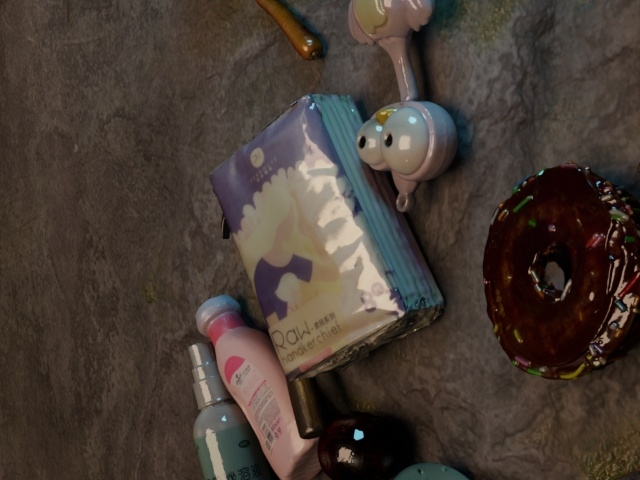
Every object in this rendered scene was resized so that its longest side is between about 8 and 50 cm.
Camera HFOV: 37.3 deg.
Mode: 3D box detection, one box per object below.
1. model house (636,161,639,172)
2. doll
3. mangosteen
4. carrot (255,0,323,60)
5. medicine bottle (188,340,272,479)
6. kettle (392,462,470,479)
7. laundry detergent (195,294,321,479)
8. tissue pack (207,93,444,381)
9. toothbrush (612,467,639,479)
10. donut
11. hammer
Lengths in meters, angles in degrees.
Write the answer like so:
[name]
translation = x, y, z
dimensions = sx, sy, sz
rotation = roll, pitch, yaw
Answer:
[model house]
translation = 0.379, -0.127, 0.850
dimensions = 0.181, 0.176, 0.248
rotation = -13, 69, 52
[doll]
translation = 0.098, -0.218, 1.214
dimensions = 0.160, 0.094, 0.365
rotation = -1, 94, 54
[mangosteen]
translation = 0.055, 0.309, 1.325
dimensions = 0.140, 0.140, 0.140
rotation = 12, 105, 50
[carrot]
translation = -0.051, -0.332, 1.429
dimensions = 0.190, 0.037, 0.037
rotation = 54, 134, 36
[medicine bottle]
translation = -0.156, 0.343, 1.606
dimensions = 0.110, 0.110, 0.351
rotation = -30, 74, 49
[kettle]
translation = 0.129, 0.437, 1.270
dimensions = 0.210, 0.160, 0.243
rotation = 38, 137, 6
[laundry detergent]
translation = -0.099, 0.230, 1.539
dimensions = 0.335, 0.088, 0.159
rotation = 53, 137, 33
[tissue pack]
translation = 0.000, 0.000, 1.325
dimensions = 0.242, 0.125, 0.343
rotation = -34, 70, 36
[toothbrush]
translation = 0.367, 0.240, 1.012
dimensions = 0.321, 0.023, 0.031
rotation = -51, 51, 41
[donut]
translation = 0.273, 0.036, 1.021
dimensions = 0.235, 0.089, 0.235
rotation = -14, 74, 57
[hammer]
translation = -0.066, 0.092, 1.464
dimensions = 0.168, 0.044, 0.440
rotation = -46, 53, 45
